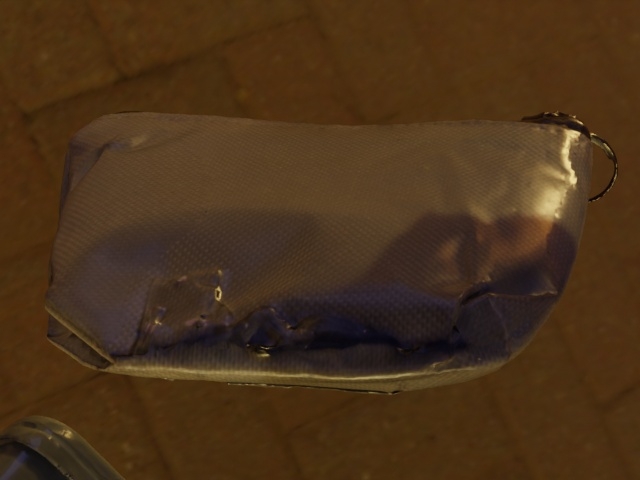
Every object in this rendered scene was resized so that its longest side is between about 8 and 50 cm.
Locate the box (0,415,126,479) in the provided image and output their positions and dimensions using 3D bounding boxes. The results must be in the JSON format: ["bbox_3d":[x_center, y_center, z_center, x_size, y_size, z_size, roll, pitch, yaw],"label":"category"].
[{"bbox_3d":[-0.298,0.327,1.185,0.177,0.352,0.344,47,49,-3],"label":"box"}]

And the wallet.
[{"bbox_3d":[0.000,-0.004,1.007,0.335,0.068,0.275,3,30,8],"label":"wallet"}]
